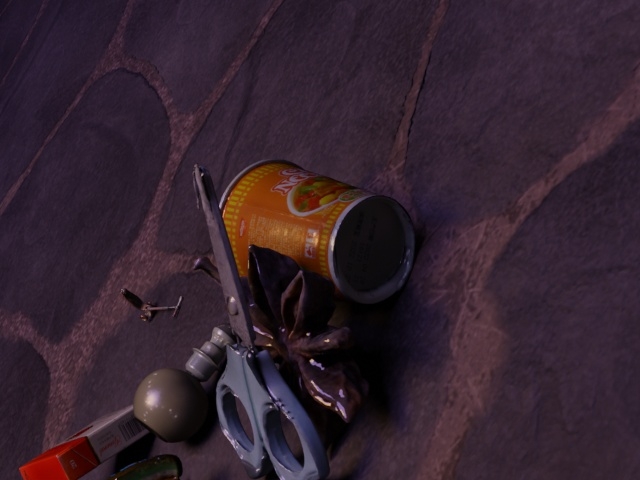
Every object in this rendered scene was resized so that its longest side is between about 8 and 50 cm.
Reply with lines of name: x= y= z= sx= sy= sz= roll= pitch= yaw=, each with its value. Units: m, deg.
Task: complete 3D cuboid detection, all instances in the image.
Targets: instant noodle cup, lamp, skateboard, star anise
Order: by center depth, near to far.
star anise: x=-0.030 y=0.094 z=1.204 sx=0.081 sy=0.230 sz=0.262 roll=-29 pitch=54 yaw=-24
instant noodle cup: x=0.000 y=0.000 z=1.270 sx=0.185 sy=0.168 sz=0.168 roll=11 pitch=73 yaw=51
lamp: x=-0.154 y=0.167 z=1.423 sx=0.163 sy=0.091 sz=0.091 roll=-50 pitch=27 yaw=-16
skateboard: x=-0.235 y=0.085 z=1.632 sx=0.083 sy=0.064 sz=0.032 roll=-4 pitch=52 yaw=42

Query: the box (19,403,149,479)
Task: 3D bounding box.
box: x=-0.294 y=0.263 z=1.489 sx=0.100 sy=0.048 sz=0.152 roll=-28 pitch=4 yaw=44

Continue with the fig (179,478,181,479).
fig: x=-0.308 y=0.357 z=1.416 sx=0.290 sy=0.190 sz=0.190 roll=-46 pitch=29 yaw=-10

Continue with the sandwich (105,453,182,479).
sandwich: x=-0.224 y=0.342 z=1.303 sx=0.235 sy=0.159 sz=0.079 roll=-65 pitch=8 yaw=-11

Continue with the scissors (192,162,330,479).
scissors: x=-0.080 y=0.094 z=1.173 sx=0.029 sy=0.360 sz=0.191 roll=-25 pitch=21 yaw=-29
